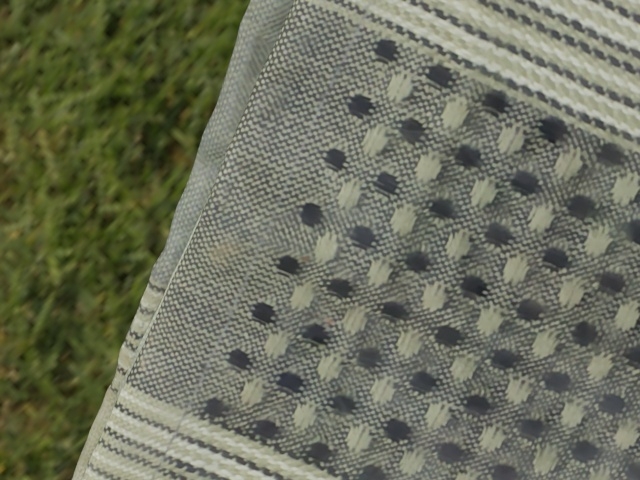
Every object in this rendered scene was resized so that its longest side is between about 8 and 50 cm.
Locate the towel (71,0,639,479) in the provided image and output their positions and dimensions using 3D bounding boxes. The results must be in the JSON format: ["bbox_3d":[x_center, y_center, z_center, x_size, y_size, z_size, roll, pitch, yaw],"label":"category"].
[{"bbox_3d":[0.110,0.032,0.559,0.324,0.312,0.056,23,23,-8],"label":"towel"}]
